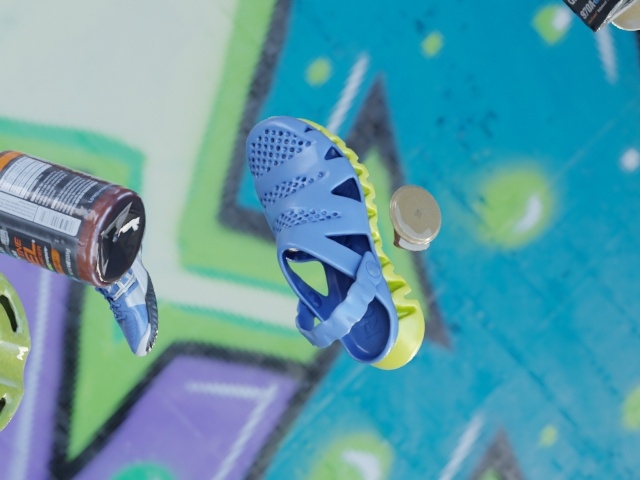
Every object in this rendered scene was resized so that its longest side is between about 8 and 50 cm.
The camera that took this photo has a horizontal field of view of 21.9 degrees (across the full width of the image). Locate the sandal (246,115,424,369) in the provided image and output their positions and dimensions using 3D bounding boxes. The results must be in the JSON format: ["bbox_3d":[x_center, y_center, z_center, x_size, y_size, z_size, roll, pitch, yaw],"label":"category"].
[{"bbox_3d":[0.000,0.000,1.836,0.138,0.126,0.317,-7,65,-53],"label":"sandal"}]

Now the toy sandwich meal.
[{"bbox_3d":[0.116,-0.028,2.077,0.085,0.085,0.029,47,-31,-12],"label":"toy sandwich meal"}]

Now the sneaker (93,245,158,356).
[{"bbox_3d":[-0.275,0.057,2.221,0.080,0.081,0.211,-35,-111,61],"label":"sneaker"}]

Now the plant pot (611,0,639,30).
[{"bbox_3d":[0.370,-0.338,1.767,0.032,0.236,0.236,39,-6,32],"label":"plant pot"}]

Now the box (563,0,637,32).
[{"bbox_3d":[0.316,-0.283,1.381,0.051,0.220,0.175,49,-20,7],"label":"box"}]

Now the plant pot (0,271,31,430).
[{"bbox_3d":[-0.430,0.108,1.587,0.253,0.276,0.276,-2,-34,32],"label":"plant pot"}]

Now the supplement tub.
[{"bbox_3d":[-0.281,-0.028,1.656,0.197,0.106,0.106,18,-14,22],"label":"supplement tub"}]
